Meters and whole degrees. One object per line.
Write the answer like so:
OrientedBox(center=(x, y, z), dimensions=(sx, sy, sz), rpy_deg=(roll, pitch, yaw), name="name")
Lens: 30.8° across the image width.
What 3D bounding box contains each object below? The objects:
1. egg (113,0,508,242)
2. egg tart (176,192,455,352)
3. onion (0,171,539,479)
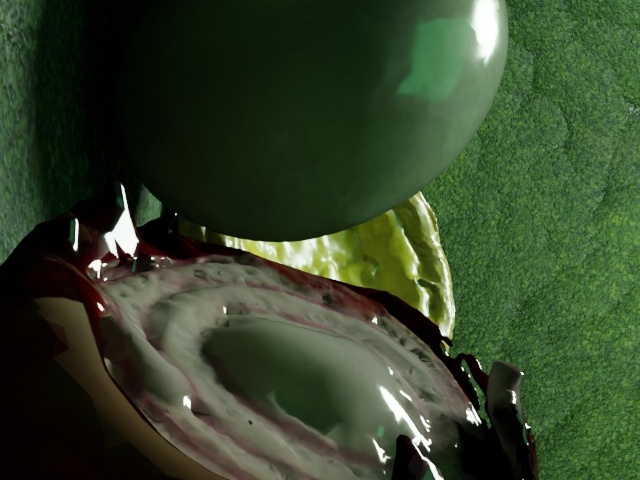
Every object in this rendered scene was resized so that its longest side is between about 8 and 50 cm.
OrientedBox(center=(-0.001, -0.139, 0.944), dimensions=(0.258, 0.352, 0.259), rpy_deg=(40, -36, 38), name="egg")
OrientedBox(center=(-0.019, 0.025, 1.179), dimensions=(0.345, 0.132, 0.345), rpy_deg=(17, 62, -35), name="egg tart")
OrientedBox(center=(-0.049, 0.154, 0.545), dimensions=(0.341, 0.341, 0.341), rpy_deg=(-2, 90, -83), name="onion")
